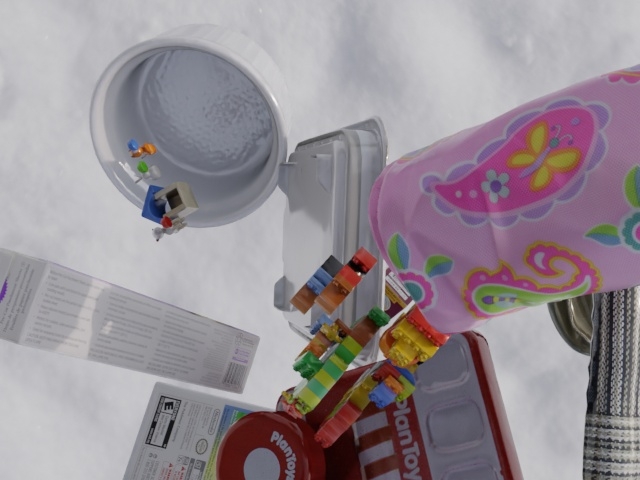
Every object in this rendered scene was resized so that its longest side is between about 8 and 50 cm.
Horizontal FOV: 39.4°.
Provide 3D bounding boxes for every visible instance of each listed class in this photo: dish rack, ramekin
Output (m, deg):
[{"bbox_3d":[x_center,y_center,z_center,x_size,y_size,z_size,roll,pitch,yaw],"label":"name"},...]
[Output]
[{"bbox_3d":[0.000,0.000,1.092,0.072,0.333,0.286,1,92,-13],"label":"dish rack"},{"bbox_3d":[-0.170,-0.170,1.259,0.277,0.135,0.277,5,120,8],"label":"ramekin"}]

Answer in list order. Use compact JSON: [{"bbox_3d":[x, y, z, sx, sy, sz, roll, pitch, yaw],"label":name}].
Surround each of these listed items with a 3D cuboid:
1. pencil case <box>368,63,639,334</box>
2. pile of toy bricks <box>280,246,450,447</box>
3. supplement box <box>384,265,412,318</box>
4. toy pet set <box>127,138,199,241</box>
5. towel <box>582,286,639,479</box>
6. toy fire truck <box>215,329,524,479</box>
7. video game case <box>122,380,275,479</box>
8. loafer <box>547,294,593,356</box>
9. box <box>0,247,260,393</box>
[{"bbox_3d":[0.167,-0.031,0.479,0.284,0.124,0.124,-19,121,31],"label":"pencil case"},{"bbox_3d":[0.009,0.098,0.691,0.118,0.212,0.105,41,65,3],"label":"pile of toy bricks"},{"bbox_3d":[0.082,0.074,1.164,0.055,0.043,0.083,47,136,3],"label":"supplement box"},{"bbox_3d":[-0.216,-0.055,1.143,0.065,0.114,0.122,-27,79,17],"label":"toy pet set"},{"bbox_3d":[0.317,0.074,0.679,0.324,0.056,0.313,12,80,-37],"label":"towel"},{"bbox_3d":[0.065,0.248,0.790,0.253,0.302,0.169,-22,158,24],"label":"toy fire truck"},{"bbox_3d":[-0.178,0.419,1.449,0.299,0.329,0.036,12,157,10],"label":"video game case"},{"bbox_3d":[0.364,0.032,1.218,0.094,0.087,0.251,-2,80,-21],"label":"loafer"},{"bbox_3d":[-0.161,0.079,0.778,0.063,0.324,0.067,13,81,28],"label":"box"}]
